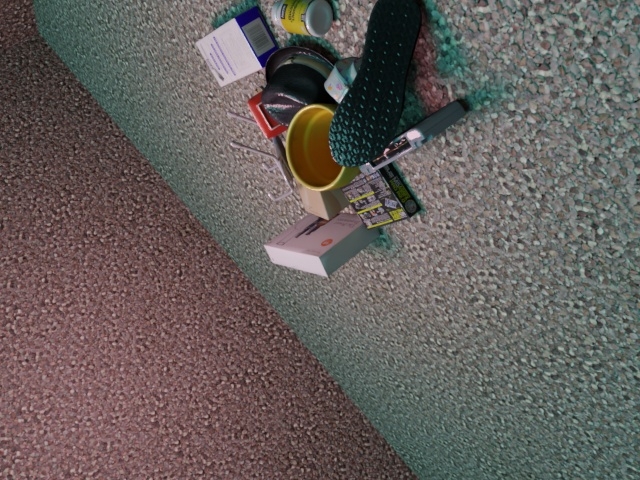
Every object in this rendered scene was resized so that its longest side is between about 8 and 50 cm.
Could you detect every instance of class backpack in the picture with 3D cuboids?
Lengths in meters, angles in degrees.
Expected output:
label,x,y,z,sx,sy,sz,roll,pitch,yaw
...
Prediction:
label,x,y,z,sx,sy,sz,roll,pitch,yaw
backpack,0.114,-0.438,1.694,0.188,0.166,0.144,42,137,15

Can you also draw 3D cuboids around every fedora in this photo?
label,x,y,z,sx,sy,sz,roll,pitch,yaw
fedora,-0.072,-0.455,1.917,0.334,0.152,0.334,27,148,18

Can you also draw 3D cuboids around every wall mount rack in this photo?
label,x,y,z,sx,sy,sz,roll,pitch,yaw
wall mount rack,-0.206,-0.320,2.164,0.350,0.130,0.304,-106,-11,-47

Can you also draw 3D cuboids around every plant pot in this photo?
label,x,y,z,sx,sy,sz,roll,pitch,yaw
plant pot,0.063,-0.288,1.826,0.254,0.239,0.254,12,108,40

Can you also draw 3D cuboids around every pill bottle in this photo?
label,x,y,z,sx,sy,sz,roll,pitch,yaw
pill bottle,-0.059,-0.658,1.754,0.184,0.103,0.103,26,144,41

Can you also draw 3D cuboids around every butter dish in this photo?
label,x,y,z,sx,sy,sz,roll,pitch,yaw
butter dish,-0.167,-0.469,2.153,0.160,0.160,0.118,59,176,-17

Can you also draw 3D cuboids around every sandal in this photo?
label,x,y,z,sx,sy,sz,roll,pitch,yaw
sandal,0.154,-0.398,1.550,0.167,0.107,0.446,22,104,7

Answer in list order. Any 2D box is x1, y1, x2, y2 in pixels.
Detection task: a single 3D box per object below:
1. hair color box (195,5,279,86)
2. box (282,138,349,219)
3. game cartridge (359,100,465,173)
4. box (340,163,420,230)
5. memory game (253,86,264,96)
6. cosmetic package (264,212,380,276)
label,x,y,z,sx,sy,sz,roll,pitch,yaw
hair color box,-0.292,-0.673,2.107,0.339,0.110,0.185,2,127,55
box,-0.012,-0.245,2.184,0.148,0.121,0.311,24,143,45
game cartridge,0.248,-0.280,1.634,0.062,0.198,0.297,53,151,-8
box,0.191,-0.155,2.046,0.216,0.060,0.270,55,154,-8
memory game,-0.192,-0.499,2.274,0.186,0.012,0.186,37,150,26
cosmetic package,0.000,0.000,2.294,0.377,0.284,0.097,10,132,53
